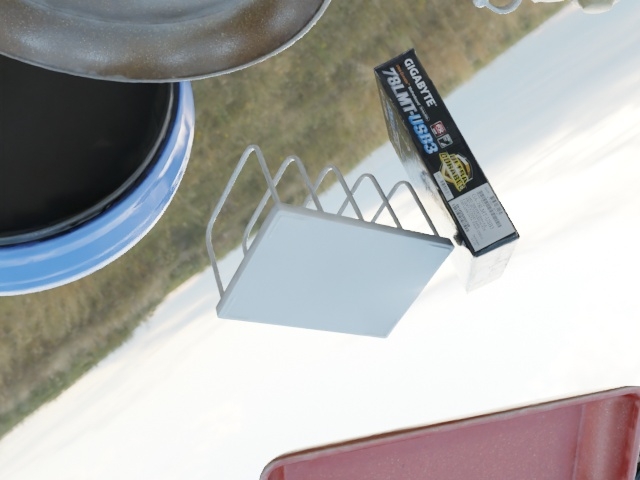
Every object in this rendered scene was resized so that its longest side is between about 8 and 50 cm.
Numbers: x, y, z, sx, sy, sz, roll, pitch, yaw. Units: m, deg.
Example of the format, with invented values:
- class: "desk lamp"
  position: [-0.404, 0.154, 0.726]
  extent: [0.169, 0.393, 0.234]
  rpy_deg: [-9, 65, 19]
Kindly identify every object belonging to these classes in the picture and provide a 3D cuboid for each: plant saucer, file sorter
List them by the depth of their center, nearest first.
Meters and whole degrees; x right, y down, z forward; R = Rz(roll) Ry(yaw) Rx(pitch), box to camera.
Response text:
- class: "plant saucer"
  position: [-0.141, -0.203, 0.540]
  extent: [0.310, 0.050, 0.310]
  rpy_deg: [1, 160, 0]
- class: "plant saucer"
  position: [0.082, 0.218, 0.552]
  extent: [0.258, 0.259, 0.048]
  rpy_deg: [-7, -156, -17]
- class: "file sorter"
  position: [0.000, 0.000, 1.150]
  extent: [0.277, 0.173, 0.193]
  rpy_deg: [10, 127, -31]

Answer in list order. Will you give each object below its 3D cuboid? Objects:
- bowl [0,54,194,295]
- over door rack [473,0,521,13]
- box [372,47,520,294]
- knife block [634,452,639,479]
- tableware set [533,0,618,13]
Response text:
- class: "bowl"
  position: [-0.318, -0.142, 0.800]
  extent: [0.391, 0.391, 0.077]
  rpy_deg: [-38, 170, -24]
- class: "over door rack"
  position: [0.175, -0.456, 0.953]
  extent: [0.108, 0.324, 0.239]
  rpy_deg: [-4, -148, -6]
- class: "box"
  position: [0.178, -0.086, 1.185]
  extent: [0.073, 0.293, 0.295]
  rpy_deg: [-25, 164, 2]
- class: "knife block"
  position: [0.212, 0.283, 0.671]
  extent: [0.275, 0.242, 0.088]
  rpy_deg: [-21, -144, 2]
- class: "tableware set"
  position: [0.309, -0.276, 0.870]
  extent: [0.141, 0.020, 0.168]
  rpy_deg: [5, 172, -42]
